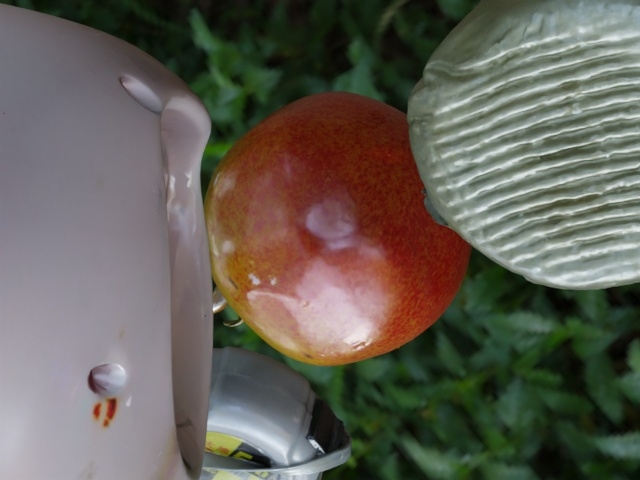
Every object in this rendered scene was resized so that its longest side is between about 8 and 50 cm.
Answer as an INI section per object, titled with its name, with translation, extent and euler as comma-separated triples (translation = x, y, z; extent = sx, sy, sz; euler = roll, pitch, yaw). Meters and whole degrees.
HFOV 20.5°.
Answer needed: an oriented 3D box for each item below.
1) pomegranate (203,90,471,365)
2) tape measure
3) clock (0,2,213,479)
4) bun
[pomegranate]
translation = 0.000, 0.000, 1.446
extent = 0.257, 0.221, 0.221
euler = -26, 97, 34
[tape measure]
translation = -0.084, 0.185, 1.713
extent = 0.236, 0.120, 0.197
euler = 25, 142, -14
[clock]
translation = -0.182, 0.076, 0.879
extent = 0.251, 0.376, 0.368
euler = 8, 172, 3
[bun]
translation = 0.134, -0.065, 0.893
extent = 0.173, 0.113, 0.166
euler = 16, 111, 8
